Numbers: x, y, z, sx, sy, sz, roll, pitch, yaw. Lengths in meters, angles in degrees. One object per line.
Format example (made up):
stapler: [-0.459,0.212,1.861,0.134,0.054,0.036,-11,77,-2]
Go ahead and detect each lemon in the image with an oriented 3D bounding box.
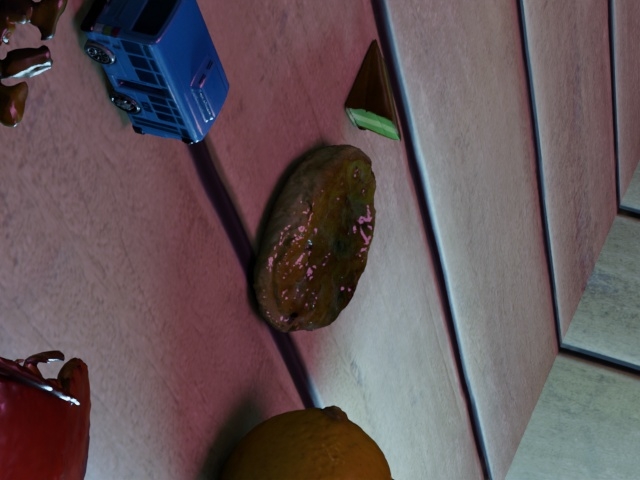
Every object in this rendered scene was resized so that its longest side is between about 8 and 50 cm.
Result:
lemon: [-0.023,0.363,2.107,0.267,0.267,0.267,-49,148,-46]

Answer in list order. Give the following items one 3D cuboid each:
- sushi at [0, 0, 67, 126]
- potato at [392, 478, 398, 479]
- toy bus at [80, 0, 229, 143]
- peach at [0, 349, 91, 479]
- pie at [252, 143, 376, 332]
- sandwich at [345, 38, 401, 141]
sushi: [-0.299,-0.187,1.127,0.167,0.179,0.296,37,70,-61]
potato: [-0.001,0.454,2.319,0.299,0.196,0.246,-48,-166,-11]
toy bus: [-0.160,-0.180,1.564,0.184,0.106,0.090,69,40,-57]
peach: [-0.340,0.142,1.053,0.353,0.339,0.416,-55,148,-39]
pie: [0.000,0.000,2.122,0.277,0.079,0.277,-47,145,-50]
sandwich: [0.095,-0.212,2.199,0.116,0.074,0.074,-67,158,-15]
